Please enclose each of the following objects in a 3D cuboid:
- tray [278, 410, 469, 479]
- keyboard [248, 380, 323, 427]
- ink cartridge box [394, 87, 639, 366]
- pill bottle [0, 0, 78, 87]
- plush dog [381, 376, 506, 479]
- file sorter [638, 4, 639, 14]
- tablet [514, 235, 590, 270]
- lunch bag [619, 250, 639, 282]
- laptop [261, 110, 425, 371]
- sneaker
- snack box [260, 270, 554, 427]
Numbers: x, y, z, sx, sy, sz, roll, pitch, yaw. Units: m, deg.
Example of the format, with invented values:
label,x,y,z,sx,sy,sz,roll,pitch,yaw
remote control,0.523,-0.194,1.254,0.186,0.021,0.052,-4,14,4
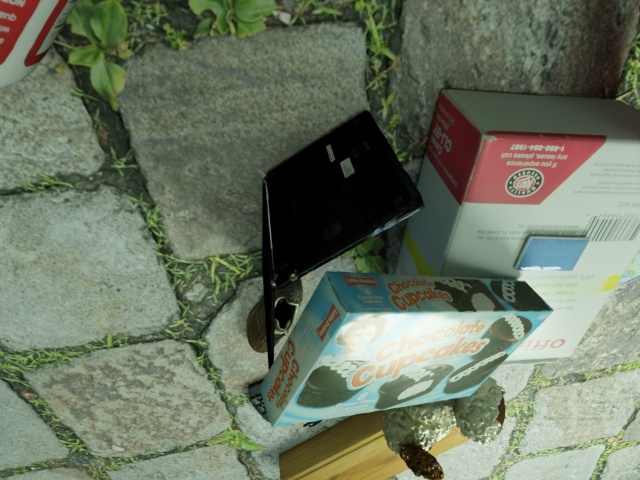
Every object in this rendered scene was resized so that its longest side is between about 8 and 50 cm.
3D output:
label,x,y,z,sx,sy,sz,roll,pitch,yaw
tray,0.126,0.485,1.049,0.411,0.076,0.203,-34,124,16
keyboard,0.025,0.310,0.928,0.317,0.033,0.201,-23,127,9
ink cartridge box,0.278,0.000,0.656,0.279,0.160,0.384,0,126,-10
pill bottle,-0.280,-0.265,0.320,0.229,0.229,0.408,35,114,-30
plush dog,0.184,0.292,0.815,0.211,0.262,0.225,22,101,3
file sorter,0.510,-0.185,0.441,0.291,0.182,0.202,-17,95,-24
tablet,0.291,0.017,0.565,0.083,0.006,0.054,2,126,-9
lunch bag,0.496,-0.010,0.726,0.129,0.096,0.151,20,107,-22
laptop,0.000,0.000,0.563,0.264,0.234,0.136,-30,127,13
sneaker,-0.081,0.137,0.753,0.066,0.071,0.188,12,123,-18
snack box,0.109,0.126,0.532,0.322,0.060,0.187,5,128,-32
